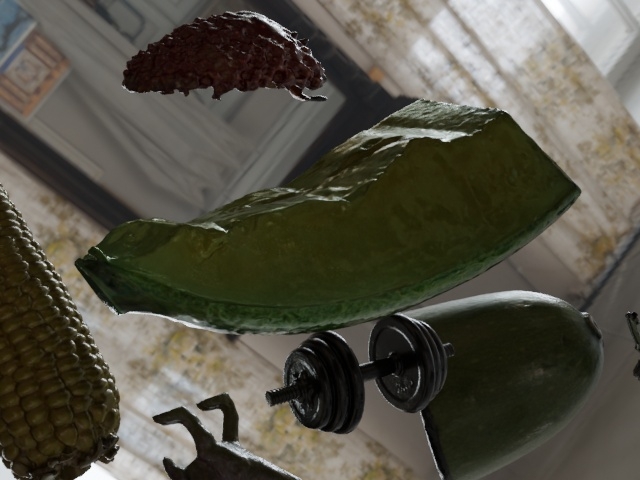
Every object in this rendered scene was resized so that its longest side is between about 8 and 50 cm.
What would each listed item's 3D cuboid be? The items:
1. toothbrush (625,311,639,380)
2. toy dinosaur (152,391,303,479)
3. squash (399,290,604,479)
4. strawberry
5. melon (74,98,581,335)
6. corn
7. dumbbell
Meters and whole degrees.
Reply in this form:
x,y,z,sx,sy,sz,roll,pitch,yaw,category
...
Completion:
x,y,z,sx,sy,sz,roll,pitch,yaw,category
0.423,0.140,1.202,0.028,0.294,0.026,-44,-120,-2,toothbrush
-0.076,0.245,0.904,0.251,0.200,0.072,-16,164,-23,toy dinosaur
0.310,0.221,1.495,0.309,0.310,0.310,-17,-145,5,squash
-0.090,-0.185,0.908,0.167,0.208,0.087,13,-74,22,strawberry
0.000,0.000,0.636,0.323,0.124,0.196,-24,-166,-21,melon
-0.249,0.045,0.708,0.106,0.305,0.106,-28,170,-5,corn
0.042,0.124,0.854,0.099,0.208,0.099,23,-62,54,dumbbell
